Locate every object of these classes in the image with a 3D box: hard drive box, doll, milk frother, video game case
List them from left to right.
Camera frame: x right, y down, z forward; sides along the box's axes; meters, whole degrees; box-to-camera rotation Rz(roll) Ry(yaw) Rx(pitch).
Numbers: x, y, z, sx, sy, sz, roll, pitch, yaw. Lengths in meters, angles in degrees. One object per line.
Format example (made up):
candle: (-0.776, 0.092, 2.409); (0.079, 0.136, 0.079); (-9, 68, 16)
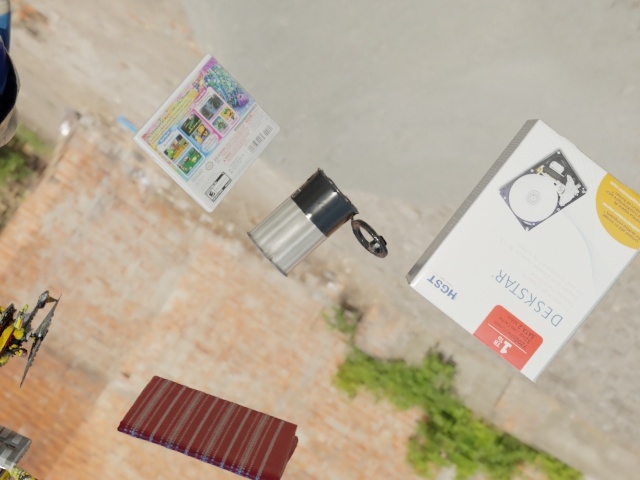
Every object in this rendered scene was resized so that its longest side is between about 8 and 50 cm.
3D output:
doll: (-0.184, -0.083, 0.627); (0.046, 0.129, 0.189); (6, 173, -7)
video game case: (-0.148, -0.142, 1.550); (0.143, 0.157, 0.019); (45, 160, -20)
milk frother: (0.000, 0.000, 1.598); (0.143, 0.135, 0.129); (49, -176, 13)
hard drive box: (0.237, 0.009, 1.316); (0.181, 0.232, 0.089); (37, -175, -2)

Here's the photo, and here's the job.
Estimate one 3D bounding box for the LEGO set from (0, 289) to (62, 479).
LEGO set: (-0.369, 0.198, 1.146); (0.192, 0.331, 0.255); (26, -165, -1)

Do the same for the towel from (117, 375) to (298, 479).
towel: (-0.177, 0.314, 1.931); (0.275, 0.031, 0.199); (19, -161, 3)
